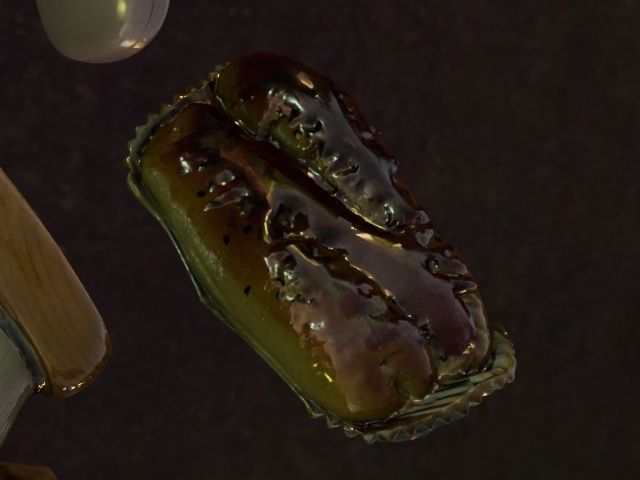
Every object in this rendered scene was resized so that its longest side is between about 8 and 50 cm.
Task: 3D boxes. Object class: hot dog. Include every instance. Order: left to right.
[{"bbox_3d":[0.000,0.000,0.827,0.162,0.270,0.082,-24,156,-35],"label":"hot dog"}]

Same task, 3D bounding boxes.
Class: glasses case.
[{"bbox_3d":[-0.179,-0.282,1.087,0.075,0.113,0.297,0,79,-50],"label":"glasses case"}]

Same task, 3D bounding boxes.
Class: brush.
[{"bbox_3d":[-0.310,0.049,1.234,0.166,0.174,0.266,-35,118,-23],"label":"brush"}]

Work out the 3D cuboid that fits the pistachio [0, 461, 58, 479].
[{"bbox_3d":[-0.363,0.361,1.545,0.260,0.163,0.213,-57,-178,-11],"label":"pistachio"}]
